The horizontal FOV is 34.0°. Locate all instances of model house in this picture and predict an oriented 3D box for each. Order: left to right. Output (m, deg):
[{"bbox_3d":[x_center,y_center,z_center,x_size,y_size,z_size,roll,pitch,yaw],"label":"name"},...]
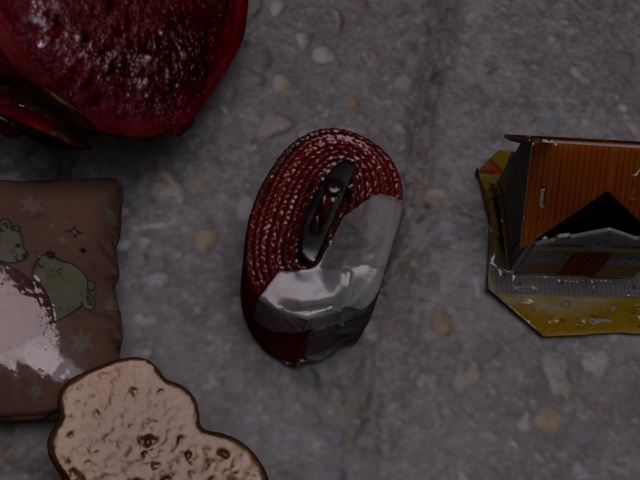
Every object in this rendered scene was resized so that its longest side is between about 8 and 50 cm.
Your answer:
[{"bbox_3d":[0.269,-0.030,0.964,0.219,0.136,0.207,3,61,-7],"label":"model house"}]

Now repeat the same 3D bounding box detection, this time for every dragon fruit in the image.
[{"bbox_3d":[-0.243,-0.268,0.917,0.249,0.386,0.371,-1,28,31],"label":"dragon fruit"}]

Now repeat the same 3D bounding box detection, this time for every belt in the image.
[{"bbox_3d":[0.000,0.000,0.917,0.128,0.124,0.201,17,61,2],"label":"belt"}]

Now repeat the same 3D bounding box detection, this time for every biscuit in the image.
[{"bbox_3d":[-0.115,0.233,0.805,0.186,0.044,0.295,-17,79,-20],"label":"biscuit"}]

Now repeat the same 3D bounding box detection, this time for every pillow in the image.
[{"bbox_3d":[-0.273,0.047,0.871,0.223,0.084,0.236,2,66,-16],"label":"pillow"}]
